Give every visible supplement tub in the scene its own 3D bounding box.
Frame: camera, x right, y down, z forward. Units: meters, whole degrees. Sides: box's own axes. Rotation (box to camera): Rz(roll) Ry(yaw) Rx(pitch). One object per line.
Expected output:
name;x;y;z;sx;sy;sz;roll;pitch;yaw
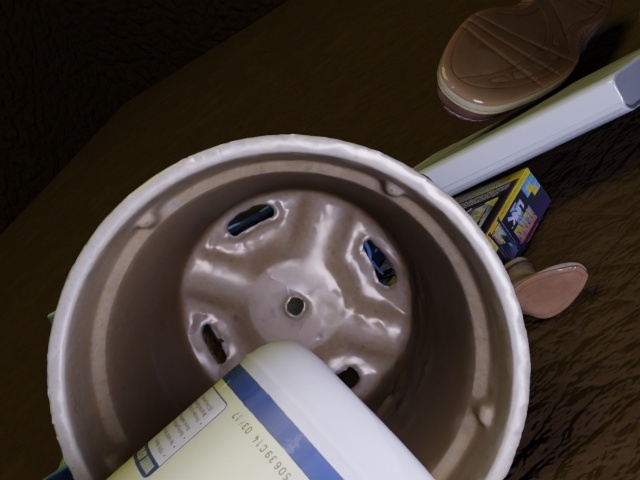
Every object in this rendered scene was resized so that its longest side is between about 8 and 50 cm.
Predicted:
supplement tub;-0.066;0.244;0.802;0.325;0.235;0.235;-41;17;-7

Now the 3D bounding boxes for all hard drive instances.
hard drive;0.209;-0.111;1.385;0.307;0.040;0.203;-25;5;37

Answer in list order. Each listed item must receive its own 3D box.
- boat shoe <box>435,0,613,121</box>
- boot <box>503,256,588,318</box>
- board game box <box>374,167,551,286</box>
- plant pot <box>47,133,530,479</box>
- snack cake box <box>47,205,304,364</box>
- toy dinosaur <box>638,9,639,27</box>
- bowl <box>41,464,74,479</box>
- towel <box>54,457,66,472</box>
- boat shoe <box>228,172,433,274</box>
boat shoe;0.220;-0.196;1.513;0.342;0.123;0.123;-45;-16;-48
boot;0.176;0.038;1.159;0.118;0.042;0.087;-32;16;21
board game box;0.127;0.010;1.320;0.170;0.048;0.141;-23;21;44
plant pot;-0.023;0.077;1.078;0.334;0.334;0.305;-38;5;4
snack cake box;-0.121;0.082;1.350;0.089;0.152;0.264;-22;5;44
toy dinosaur;0.435;-0.322;1.405;0.295;0.200;0.127;-11;33;-19
bowl;-0.277;0.353;1.235;0.391;0.077;0.391;-35;18;13
towel;-0.201;0.158;1.528;0.248;0.038;0.325;-29;32;43
boat shoe;0.000;0.000;1.289;0.258;0.109;0.089;-23;-1;-11
